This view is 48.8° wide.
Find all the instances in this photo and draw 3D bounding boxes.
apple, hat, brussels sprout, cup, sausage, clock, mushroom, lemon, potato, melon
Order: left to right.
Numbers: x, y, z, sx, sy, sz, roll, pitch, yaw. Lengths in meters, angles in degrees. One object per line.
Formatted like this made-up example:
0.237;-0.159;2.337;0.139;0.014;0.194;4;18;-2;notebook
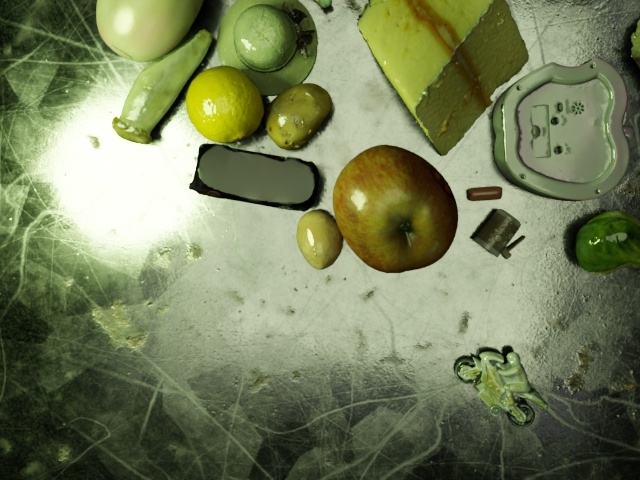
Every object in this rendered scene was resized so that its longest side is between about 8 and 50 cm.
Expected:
-0.391;-0.571;1.639;0.223;0.223;0.316;33;97;2;melon
-0.388;-0.384;1.719;0.107;0.087;0.333;32;94;-17;mushroom
-0.228;-0.323;1.662;0.178;0.178;0.203;-35;71;6;lemon
-0.134;-0.478;1.670;0.257;0.130;0.257;0;94;4;hat
-0.057;-0.300;1.679;0.137;0.137;0.175;34;94;2;potato
-0.001;-0.003;1.706;0.112;0.112;0.146;-15;85;6;potato
0.170;-0.065;1.613;0.309;0.250;0.277;34;95;-1;apple
0.395;-0.113;1.698;0.083;0.034;0.034;-3;94;6;sausage
0.434;-0.011;1.681;0.102;0.074;0.099;36;96;1;cup
0.572;-0.253;1.640;0.339;0.102;0.338;0;94;4;clock
0.684;0.005;1.633;0.183;0.131;0.145;-15;98;10;brussels sprout

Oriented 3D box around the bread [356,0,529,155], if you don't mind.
0.276;-0.488;1.689;0.346;0.242;0.405;-41;57;10;bread

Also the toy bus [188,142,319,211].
-0.151;-0.150;1.684;0.303;0.147;0.127;10;93;3;toy bus

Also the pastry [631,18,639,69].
0.844;-0.454;1.594;0.257;0.121;0.235;-15;92;5;pastry

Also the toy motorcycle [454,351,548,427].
0.445;0.342;1.706;0.229;0.074;0.151;39;101;10;toy motorcycle

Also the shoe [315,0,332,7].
-0.051;-0.627;1.677;0.078;0.079;0.195;-38;94;-1;shoe
